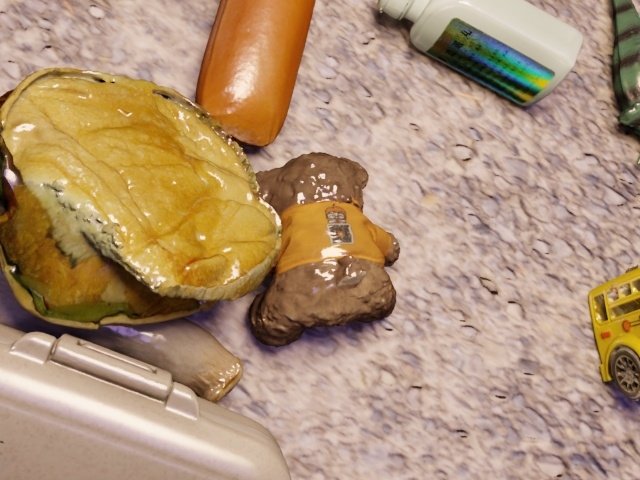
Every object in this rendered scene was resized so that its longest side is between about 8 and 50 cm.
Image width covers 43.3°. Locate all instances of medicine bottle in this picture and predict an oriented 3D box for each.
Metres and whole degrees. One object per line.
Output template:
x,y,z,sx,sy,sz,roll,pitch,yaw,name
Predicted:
0.180,-0.249,0.947,0.228,0.121,0.083,26,72,-7,medicine bottle
-0.226,0.224,0.685,0.375,0.123,0.282,23,95,-10,medicine bottle

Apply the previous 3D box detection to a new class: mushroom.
-0.206,0.087,0.768,0.277,0.096,0.099,19,33,-12,mushroom

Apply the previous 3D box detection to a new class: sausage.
-0.066,-0.233,0.889,0.105,0.105,0.275,16,73,-11,sausage

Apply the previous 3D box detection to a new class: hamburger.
-0.186,-0.039,0.748,0.265,0.134,0.285,0,53,-48,hamburger

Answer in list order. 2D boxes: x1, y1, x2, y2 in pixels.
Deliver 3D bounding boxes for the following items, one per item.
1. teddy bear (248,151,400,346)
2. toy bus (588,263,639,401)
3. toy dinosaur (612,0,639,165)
0.000,0.000,0.835,0.177,0.140,0.190,-9,70,-14,teddy bear
0.422,0.067,0.823,0.144,0.330,0.152,-6,75,-17,toy bus
0.426,-0.218,1.032,0.120,0.079,0.292,6,71,-16,toy dinosaur
